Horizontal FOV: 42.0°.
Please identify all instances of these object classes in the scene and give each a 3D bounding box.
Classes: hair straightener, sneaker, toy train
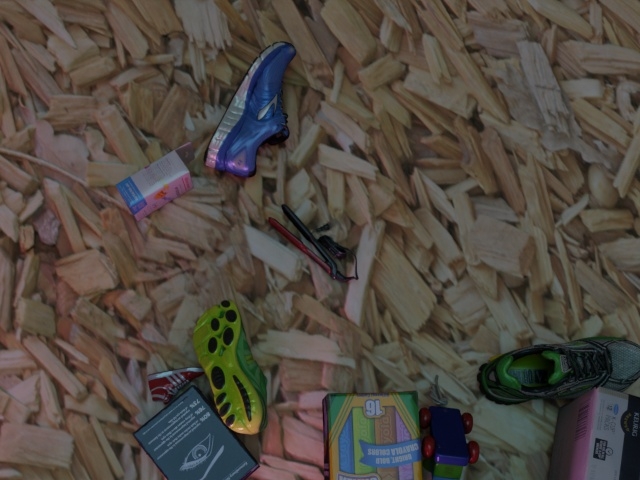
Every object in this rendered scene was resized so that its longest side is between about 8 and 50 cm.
[{"bbox_3d":[0.000,0.000,1.776,0.230,0.047,0.089,40,77,7],"label":"hair straightener"},{"bbox_3d":[-0.127,-0.281,1.822,0.147,0.130,0.329,27,78,-10],"label":"sneaker"},{"bbox_3d":[0.237,0.396,1.654,0.105,0.248,0.143,7,115,-2],"label":"toy train"},{"bbox_3d":[-0.288,0.294,1.686,0.119,0.042,0.067,-11,72,2],"label":"sneaker"},{"bbox_3d":[0.501,0.267,1.681,0.344,0.146,0.134,-9,76,-6],"label":"sneaker"},{"bbox_3d":[-0.177,0.258,1.672,0.110,0.123,0.295,-21,58,5],"label":"sneaker"}]

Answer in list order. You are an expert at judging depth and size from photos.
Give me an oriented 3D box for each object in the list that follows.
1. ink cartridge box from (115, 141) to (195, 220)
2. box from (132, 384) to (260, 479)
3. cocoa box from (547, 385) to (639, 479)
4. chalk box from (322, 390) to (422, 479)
[{"bbox_3d":[-0.332,-0.125,1.763,0.181,0.104,0.061,-33,79,-11],"label":"ink cartridge box"},{"bbox_3d":[-0.239,0.409,1.624,0.153,0.108,0.207,-38,81,-12],"label":"box"},{"bbox_3d":[0.565,0.486,1.562,0.228,0.231,0.347,15,67,3],"label":"cocoa box"},{"bbox_3d":[0.098,0.441,1.598,0.179,0.180,0.288,-1,76,-3],"label":"chalk box"}]
